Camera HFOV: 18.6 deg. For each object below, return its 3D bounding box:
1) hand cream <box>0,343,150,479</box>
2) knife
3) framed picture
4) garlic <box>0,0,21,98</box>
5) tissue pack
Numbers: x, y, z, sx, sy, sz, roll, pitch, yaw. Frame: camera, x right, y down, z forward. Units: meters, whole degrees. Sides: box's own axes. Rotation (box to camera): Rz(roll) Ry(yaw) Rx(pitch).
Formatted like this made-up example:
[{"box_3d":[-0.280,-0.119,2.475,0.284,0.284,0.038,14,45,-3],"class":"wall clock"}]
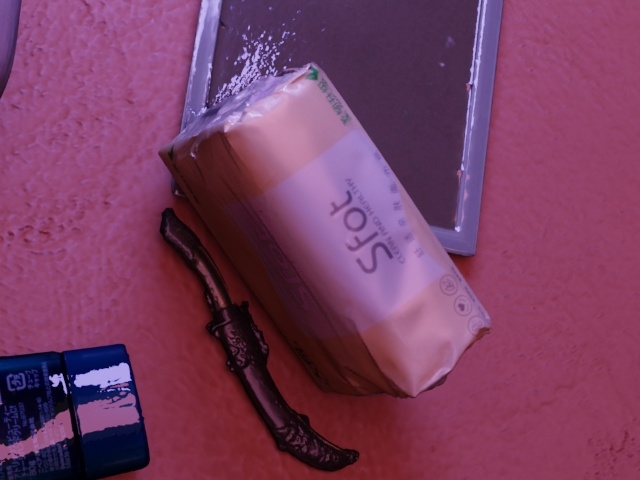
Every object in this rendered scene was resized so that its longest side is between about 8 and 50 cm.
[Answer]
[{"box_3d":[-0.251,0.132,1.276,0.270,0.061,0.120,-10,79,-13],"class":"hand cream"},{"box_3d":[-0.054,0.076,1.360,0.045,0.021,0.222,-37,93,-19],"class":"knife"},{"box_3d":[0.020,-0.147,1.436,0.232,0.019,0.296,13,74,-14],"class":"framed picture"},{"box_3d":[-0.327,-0.121,1.215,0.231,0.246,0.340,38,89,5],"class":"garlic"},{"box_3d":[0.000,0.000,1.292,0.090,0.186,0.222,-36,101,-19],"class":"tissue pack"}]
